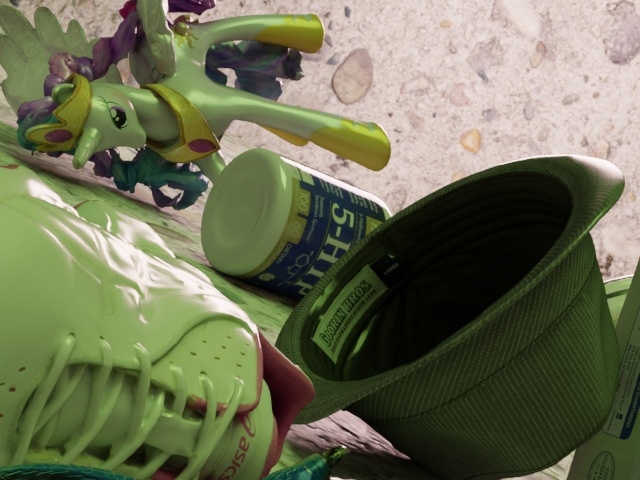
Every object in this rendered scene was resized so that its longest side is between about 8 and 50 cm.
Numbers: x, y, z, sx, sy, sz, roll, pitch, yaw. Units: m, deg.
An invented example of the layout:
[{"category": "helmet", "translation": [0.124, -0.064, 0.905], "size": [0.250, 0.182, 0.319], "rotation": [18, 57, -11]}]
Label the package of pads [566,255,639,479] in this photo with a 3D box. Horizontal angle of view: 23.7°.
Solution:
[{"category": "package of pads", "translation": [0.280, 0.101, 1.026], "size": [0.101, 0.229, 0.296], "rotation": [17, -1, 32]}]

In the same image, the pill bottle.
[{"category": "pill bottle", "translation": [0.000, 0.000, 1.328], "size": [0.186, 0.112, 0.112], "rotation": [21, 8, -37]}]

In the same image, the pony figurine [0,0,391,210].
[{"category": "pony figurine", "translation": [-0.152, -0.175, 1.502], "size": [0.363, 0.303, 0.351], "rotation": [5, 43, -34]}]

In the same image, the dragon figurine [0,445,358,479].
[{"category": "dragon figurine", "translation": [0.013, 0.124, 0.427], "size": [0.289, 0.085, 0.144], "rotation": [27, 5, -2]}]

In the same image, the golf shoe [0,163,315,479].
[{"category": "golf shoe", "translation": [-0.084, 0.048, 0.582], "size": [0.140, 0.115, 0.306], "rotation": [30, 8, 11]}]

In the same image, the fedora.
[{"category": "fedora", "translation": [0.093, 0.061, 0.904], "size": [0.124, 0.243, 0.275], "rotation": [54, -11, -15]}]

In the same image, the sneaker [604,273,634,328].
[{"category": "sneaker", "translation": [0.443, 0.169, 1.480], "size": [0.447, 0.169, 0.257], "rotation": [11, 23, -9]}]
